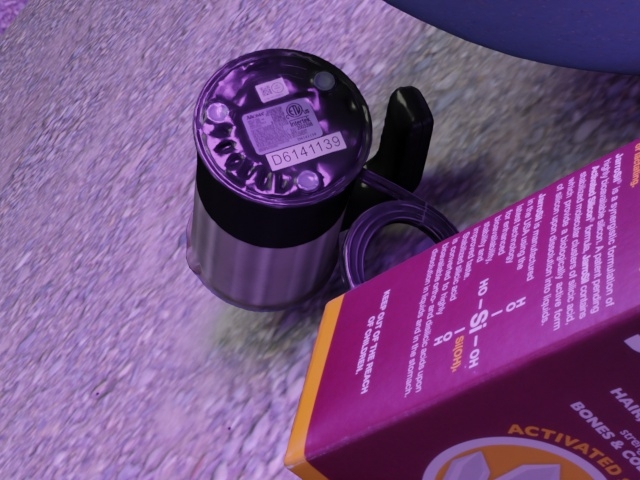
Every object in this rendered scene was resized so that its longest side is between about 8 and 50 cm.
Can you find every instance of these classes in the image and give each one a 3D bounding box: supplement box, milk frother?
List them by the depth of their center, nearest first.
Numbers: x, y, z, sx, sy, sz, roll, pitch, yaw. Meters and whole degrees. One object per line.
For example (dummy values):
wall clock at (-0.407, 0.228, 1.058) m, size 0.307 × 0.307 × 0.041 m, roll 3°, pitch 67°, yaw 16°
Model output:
supplement box at (0.094, 0.042, 0.477) m, size 0.188 × 0.104 × 0.081 m, roll -29°, pitch 30°, yaw 35°
milk frother at (0.000, 0.000, 0.725) m, size 0.135 × 0.129 × 0.143 m, roll 103°, pitch 163°, yaw -65°

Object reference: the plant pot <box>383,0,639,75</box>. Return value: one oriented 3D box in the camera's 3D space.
plant pot at (0.137, -0.185, 0.641) m, size 0.290 × 0.195 × 0.290 m, roll -38°, pitch 25°, yaw 21°
